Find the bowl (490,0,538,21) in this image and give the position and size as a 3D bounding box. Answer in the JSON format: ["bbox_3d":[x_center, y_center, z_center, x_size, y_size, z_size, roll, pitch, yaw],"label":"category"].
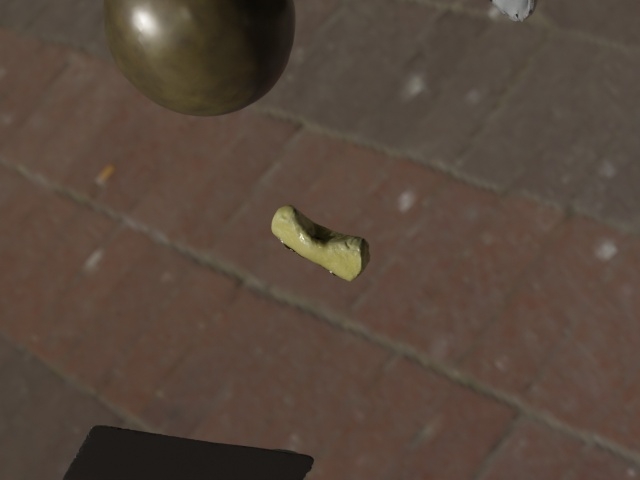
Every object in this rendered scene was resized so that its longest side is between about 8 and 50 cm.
[{"bbox_3d":[0.151,-0.368,1.603,0.157,0.345,0.345,-29,36,-2],"label":"bowl"}]

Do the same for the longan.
[{"bbox_3d":[-0.117,-0.199,1.649,0.159,0.204,0.185,-51,3,-27],"label":"longan"}]

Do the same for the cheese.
[{"bbox_3d":[0.000,0.000,1.521,0.030,0.083,0.044,-57,-3,-40],"label":"cheese"}]

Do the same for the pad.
[{"bbox_3d":[-0.127,0.217,1.336,0.265,0.159,0.009,-59,30,38],"label":"pad"}]
